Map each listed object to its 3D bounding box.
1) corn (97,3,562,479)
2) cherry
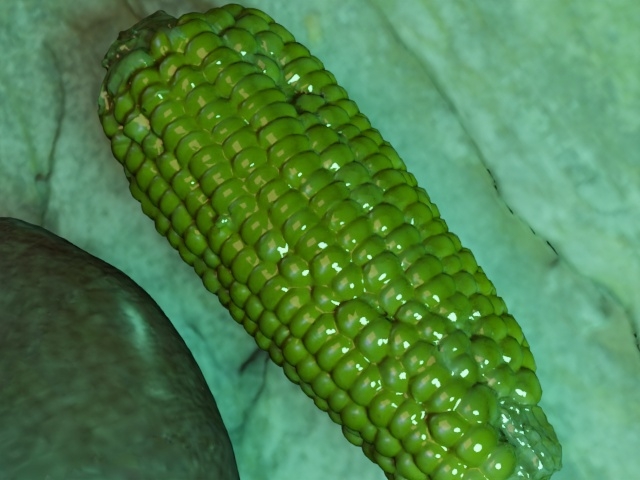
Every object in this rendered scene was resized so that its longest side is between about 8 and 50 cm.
[{"bbox_3d":[0.000,0.000,0.785,0.130,0.130,0.347,-44,71,12],"label":"corn"},{"bbox_3d":[-0.171,0.133,0.791,0.261,0.221,0.307,-12,64,13],"label":"cherry"}]
